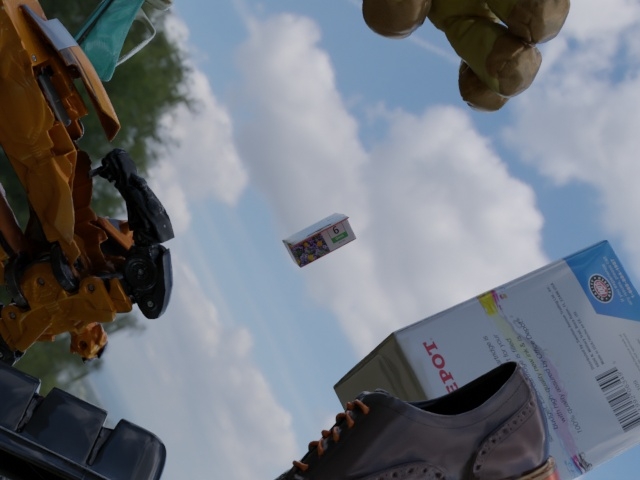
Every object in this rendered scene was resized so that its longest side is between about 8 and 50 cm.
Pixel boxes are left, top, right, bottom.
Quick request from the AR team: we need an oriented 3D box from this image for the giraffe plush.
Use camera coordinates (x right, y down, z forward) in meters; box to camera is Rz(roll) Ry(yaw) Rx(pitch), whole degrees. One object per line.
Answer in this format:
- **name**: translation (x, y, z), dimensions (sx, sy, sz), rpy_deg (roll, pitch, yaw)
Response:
- **giraffe plush**: translation (0.107, -0.233, 1.069), dimensions (0.210, 0.171, 0.181), rpy_deg (-95, -157, -44)

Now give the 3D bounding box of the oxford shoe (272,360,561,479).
- **oxford shoe**: translation (0.013, 0.141, 0.709), dimensions (0.097, 0.271, 0.098), rpy_deg (-176, -106, -68)

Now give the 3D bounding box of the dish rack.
- **dish rack**: translation (-0.227, 0.181, 0.879), dimensions (0.208, 0.074, 0.271), rpy_deg (26, -37, -1)

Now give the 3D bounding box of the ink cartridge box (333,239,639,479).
- **ink cartridge box**: translation (0.193, 0.159, 1.206), dimensions (0.198, 0.270, 0.197), rpy_deg (63, -25, 12)

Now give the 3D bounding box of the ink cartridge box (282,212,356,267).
- **ink cartridge box**: translation (0.000, 0.000, 1.139), dimensions (0.029, 0.063, 0.115), rpy_deg (63, -4, -6)

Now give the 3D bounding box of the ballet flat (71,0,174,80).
- **ballet flat**: translation (-0.241, -0.307, 1.530), dimensions (0.087, 0.247, 0.083), rpy_deg (37, -18, -24)

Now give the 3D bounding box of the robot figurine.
- **robot figurine**: translation (-0.221, -0.046, 0.873), dimensions (0.291, 0.211, 0.085), rpy_deg (67, 21, -14)
